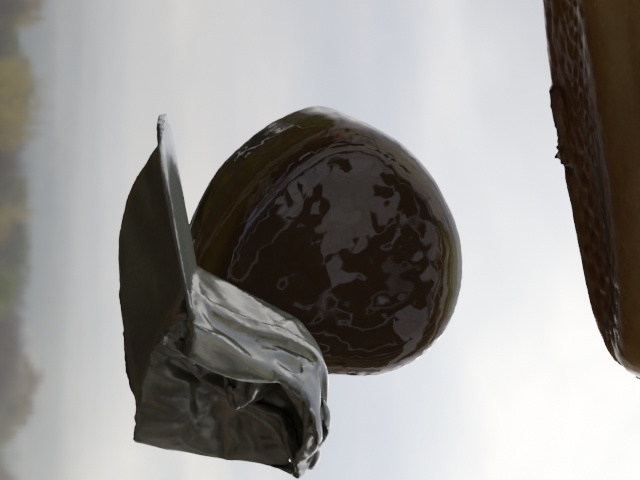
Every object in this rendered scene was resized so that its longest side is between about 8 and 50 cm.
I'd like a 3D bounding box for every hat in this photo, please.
[{"bbox_3d":[-0.066,0.042,1.182,0.214,0.149,0.244,128,-31,-64],"label":"hat"}]

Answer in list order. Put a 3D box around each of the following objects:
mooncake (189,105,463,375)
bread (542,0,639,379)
[{"bbox_3d":[0.000,0.000,1.403,0.117,0.235,0.235,-136,-133,-71],"label":"mooncake"},{"bbox_3d":[0.123,-0.041,0.582,0.114,0.077,0.189,-128,-157,-68],"label":"bread"}]
